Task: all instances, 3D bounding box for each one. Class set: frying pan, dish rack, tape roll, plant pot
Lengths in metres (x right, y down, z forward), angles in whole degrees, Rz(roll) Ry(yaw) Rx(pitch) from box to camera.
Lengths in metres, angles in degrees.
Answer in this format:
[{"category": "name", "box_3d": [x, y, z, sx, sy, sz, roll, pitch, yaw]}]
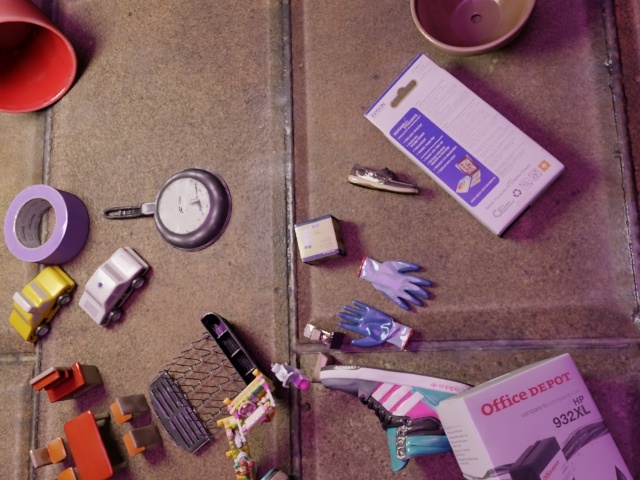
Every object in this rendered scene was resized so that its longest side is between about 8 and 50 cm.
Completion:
[{"category": "frying pan", "box_3d": [-0.357, -0.097, 1.439, 0.326, 0.053, 0.197, 21, 88, 18]}, {"category": "dish rack", "box_3d": [-0.250, 0.310, 1.319, 0.271, 0.074, 0.208, -42, 70, 8]}, {"category": "tape roll", "box_3d": [-0.667, -0.036, 1.514, 0.189, 0.080, 0.188, -3, 79, 18]}, {"category": "plant pot", "box_3d": [0.306, -0.465, 1.236, 0.238, 0.110, 0.237, -3, 81, 18]}, {"category": "plant pot", "box_3d": [-0.781, -0.496, 1.543, 0.275, 0.275, 0.243, -40, 61, 9]}]

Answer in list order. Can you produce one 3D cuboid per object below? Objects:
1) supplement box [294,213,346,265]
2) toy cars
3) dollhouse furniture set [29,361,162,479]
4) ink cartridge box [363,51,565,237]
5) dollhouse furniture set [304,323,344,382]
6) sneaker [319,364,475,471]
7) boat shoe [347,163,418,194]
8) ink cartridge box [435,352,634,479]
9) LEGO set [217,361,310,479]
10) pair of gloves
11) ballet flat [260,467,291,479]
[{"category": "supplement box", "box_3d": [0.000, 0.000, 1.292, 0.083, 0.056, 0.083, -16, 76, 16]}, {"category": "toy cars", "box_3d": [-0.585, 0.127, 1.455, 0.394, 0.087, 0.176, -14, 77, 16]}, {"category": "dollhouse furniture set", "box_3d": [-0.526, 0.407, 1.364, 0.262, 0.135, 0.259, -32, 73, 12]}, {"category": "ink cartridge box", "box_3d": [0.275, -0.191, 1.226, 0.175, 0.069, 0.371, -47, 73, 7]}, {"category": "dollhouse furniture set", "box_3d": [-0.023, 0.226, 1.259, 0.081, 0.091, 0.114, 16, 90, 36]}, {"category": "sneaker", "box_3d": [0.130, 0.336, 1.165, 0.296, 0.124, 0.178, 5, 73, 18]}, {"category": "boat shoe", "box_3d": [0.128, -0.126, 1.270, 0.152, 0.056, 0.049, 13, 91, 20]}, {"category": "ink cartridge box", "box_3d": [0.363, 0.371, 1.024, 0.223, 0.129, 0.307, -18, 74, -16]}, {"category": "LEGO set", "box_3d": [-0.126, 0.373, 1.200, 0.286, 0.132, 0.107, -65, 25, 11]}, {"category": "pair of gloves", "box_3d": [0.126, 0.129, 1.248, 0.159, 0.023, 0.198, 21, 87, 22]}, {"category": "ballet flat", "box_3d": [-0.162, 0.593, 1.230, 0.106, 0.107, 0.316, 45, 98, 13]}]
